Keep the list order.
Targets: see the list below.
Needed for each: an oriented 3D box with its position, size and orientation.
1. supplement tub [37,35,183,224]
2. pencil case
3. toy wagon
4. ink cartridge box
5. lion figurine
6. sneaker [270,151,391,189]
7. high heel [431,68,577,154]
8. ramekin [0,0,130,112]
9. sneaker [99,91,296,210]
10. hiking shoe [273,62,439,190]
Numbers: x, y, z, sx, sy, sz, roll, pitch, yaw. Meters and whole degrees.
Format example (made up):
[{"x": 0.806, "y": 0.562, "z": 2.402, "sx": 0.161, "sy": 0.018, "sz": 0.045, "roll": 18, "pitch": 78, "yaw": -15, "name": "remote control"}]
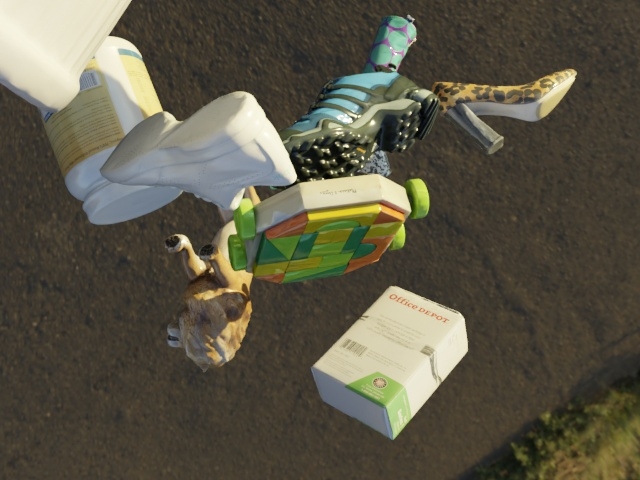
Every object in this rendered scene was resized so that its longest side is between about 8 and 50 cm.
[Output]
[{"x": -0.263, "y": -0.134, "z": 1.014, "sx": 0.144, "sy": 0.199, "sz": 0.144, "roll": -22, "pitch": 172, "yaw": -3, "name": "supplement tub"}, {"x": 0.117, "y": -0.315, "z": 1.414, "sx": 0.070, "sy": 0.064, "sz": 0.151, "roll": 23, "pitch": 77, "yaw": -8, "name": "pencil case"}, {"x": 0.000, "y": 0.000, "z": 1.203, "sx": 0.267, "sy": 0.068, "sz": 0.344, "roll": -7, "pitch": 158, "yaw": -14, "name": "toy wagon"}, {"x": 0.119, "y": 0.196, "z": 1.351, "sx": 0.219, "sy": 0.160, "sz": 0.092, "roll": -42, "pitch": 136, "yaw": -29, "name": "ink cartridge box"}, {"x": -0.157, "y": 0.018, "z": 1.425, "sx": 0.142, "sy": 0.392, "sz": 0.240, "roll": 8, "pitch": 143, "yaw": 25, "name": "lion figurine"}, {"x": -0.034, "y": -0.135, "z": 1.652, "sx": 0.411, "sy": 0.158, "sz": 0.182, "roll": -17, "pitch": 102, "yaw": 32, "name": "sneaker"}, {"x": 0.351, "y": -0.299, "z": 1.571, "sx": 0.261, "sy": 0.186, "sz": 0.093, "roll": -36, "pitch": 157, "yaw": -14, "name": "high heel"}, {"x": -0.211, "y": -0.208, "z": 0.453, "sx": 0.127, "sy": 0.273, "sz": 0.273, "roll": -46, "pitch": 128, "yaw": -2, "name": "ramekin"}, {"x": -0.110, "y": -0.061, "z": 0.706, "sx": 0.094, "sy": 0.212, "sz": 0.080, "roll": 48, "pitch": 58, "yaw": -32, "name": "sneaker"}, {"x": 0.021, "y": -0.162, "z": 1.162, "sx": 0.304, "sy": 0.132, "sz": 0.113, "roll": -23, "pitch": 144, "yaw": -29, "name": "hiking shoe"}]
